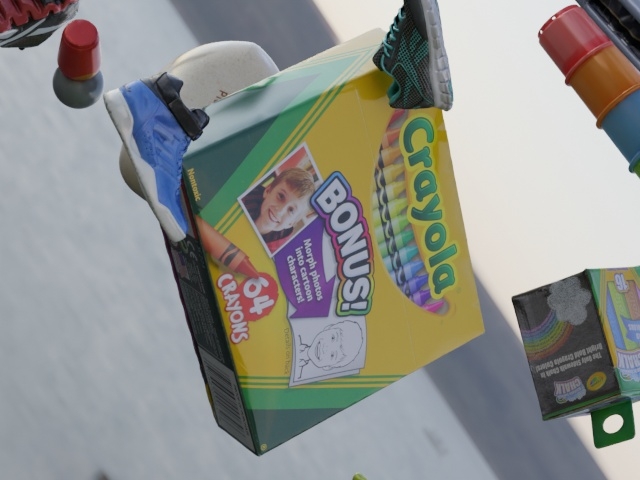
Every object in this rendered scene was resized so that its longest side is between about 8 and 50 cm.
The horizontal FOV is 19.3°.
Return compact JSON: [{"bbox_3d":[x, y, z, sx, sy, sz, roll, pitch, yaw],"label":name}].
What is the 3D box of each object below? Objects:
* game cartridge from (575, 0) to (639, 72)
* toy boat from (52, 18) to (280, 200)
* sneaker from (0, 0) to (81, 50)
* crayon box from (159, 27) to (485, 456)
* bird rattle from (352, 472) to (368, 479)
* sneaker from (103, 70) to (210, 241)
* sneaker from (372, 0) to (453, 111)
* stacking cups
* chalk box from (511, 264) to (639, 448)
[{"bbox_3d":[0.388,-0.196,1.861,0.294,0.196,0.060,57,-38,38],"label":"game cartridge"},{"bbox_3d":[-0.196,-0.164,2.382,0.318,0.267,0.148,29,-30,7],"label":"toy boat"},{"bbox_3d":[-0.433,-0.295,2.494,0.097,0.276,0.135,63,-16,16],"label":"sneaker"},{"bbox_3d":[0.000,0.000,2.026,0.106,0.313,0.363,30,-40,52],"label":"crayon box"},{"bbox_3d":[0.121,0.381,2.206,0.253,0.143,0.207,12,-23,30],"label":"bird rattle"},{"bbox_3d":[-0.132,-0.081,1.732,0.058,0.084,0.152,-163,-131,-81],"label":"sneaker"},{"bbox_3d":[0.088,-0.196,1.897,0.065,0.076,0.166,-92,171,-56],"label":"sneaker"},{"bbox_3d":[0.348,-0.118,2.059,0.316,0.096,0.096,52,-1,19],"label":"stacking cups"},{"bbox_3d":[0.351,0.151,2.370,0.132,0.132,0.213,-2,74,-46],"label":"chalk box"}]
